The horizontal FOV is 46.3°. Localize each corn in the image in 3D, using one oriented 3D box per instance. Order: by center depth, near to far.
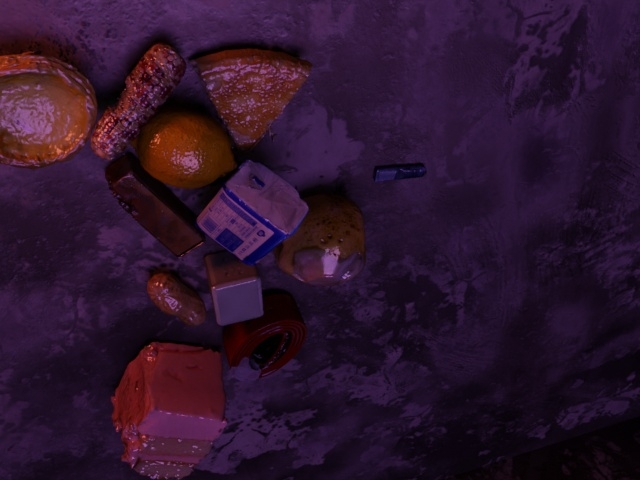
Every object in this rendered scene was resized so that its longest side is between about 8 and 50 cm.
[{"bbox_3d":[-0.400,-0.300,1.622,0.290,0.098,0.098,-51,132,0],"label":"corn"}]

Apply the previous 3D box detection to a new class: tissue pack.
[{"bbox_3d":[-0.174,-0.066,1.860,0.209,0.137,0.269,36,151,-9],"label":"tissue pack"}]

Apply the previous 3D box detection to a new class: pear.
[{"bbox_3d":[0.000,0.000,2.033,0.271,0.271,0.271,-11,135,-11],"label":"pear"}]

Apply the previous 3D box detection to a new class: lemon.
[{"bbox_3d":[-0.314,-0.213,1.722,0.256,0.188,0.188,13,127,-14],"label":"lemon"}]

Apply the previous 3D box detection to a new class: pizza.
[{"bbox_3d":[-0.185,-0.322,1.760,0.279,0.075,0.288,4,132,-19],"label":"pizza"}]

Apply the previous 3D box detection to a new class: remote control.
[{"bbox_3d":[0.223,-0.188,2.076,0.152,0.027,0.044,-6,138,-13],"label":"remote control"}]

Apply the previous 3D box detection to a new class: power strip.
[{"bbox_3d":[-0.244,0.150,2.134,0.139,0.140,0.224,-13,135,-12],"label":"power strip"}]

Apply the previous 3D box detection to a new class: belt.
[{"bbox_3d":[-0.183,0.306,2.313,0.227,0.115,0.324,12,129,-36],"label":"belt"}]

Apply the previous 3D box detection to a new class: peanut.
[{"bbox_3d":[-0.404,0.172,2.116,0.095,0.108,0.226,-26,139,16],"label":"peanut"}]

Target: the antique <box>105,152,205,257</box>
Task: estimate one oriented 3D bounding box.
[{"bbox_3d":[-0.416,-0.084,1.882,0.093,0.087,0.310,-30,136,10],"label":"antique"}]

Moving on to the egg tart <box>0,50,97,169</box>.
[{"bbox_3d":[-0.624,-0.286,1.584,0.293,0.123,0.294,-12,133,-13],"label":"egg tart"}]

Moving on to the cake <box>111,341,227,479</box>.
[{"bbox_3d":[-0.463,0.516,2.280,0.293,0.314,0.307,17,126,-31],"label":"cake"}]
